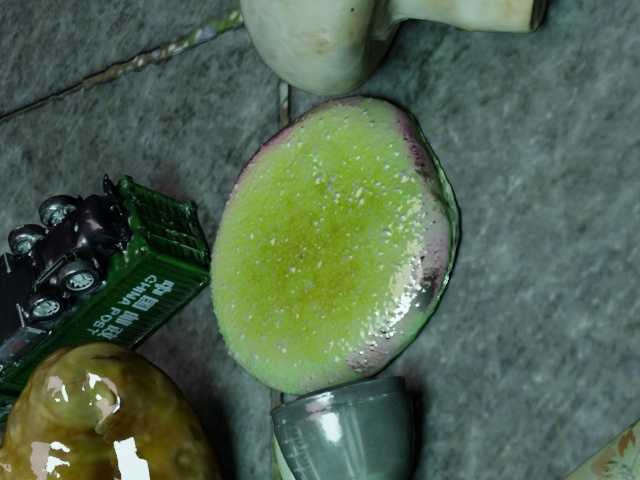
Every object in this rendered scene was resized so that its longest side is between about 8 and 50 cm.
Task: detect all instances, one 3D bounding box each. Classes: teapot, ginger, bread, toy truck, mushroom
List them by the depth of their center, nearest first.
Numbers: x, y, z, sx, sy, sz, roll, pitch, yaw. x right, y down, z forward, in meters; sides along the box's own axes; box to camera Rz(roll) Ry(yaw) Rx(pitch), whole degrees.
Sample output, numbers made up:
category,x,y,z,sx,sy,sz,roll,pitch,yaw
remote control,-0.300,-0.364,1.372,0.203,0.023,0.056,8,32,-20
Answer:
category,x,y,z,sx,sy,sz,roll,pitch,yaw
teapot,0.019,0.142,0.937,0.092,0.124,0.091,-12,78,-5
mushroom,0.044,-0.202,0.979,0.206,0.209,0.206,176,90,-80
ginger,-0.143,0.231,0.995,0.165,0.172,0.321,-7,71,0
bread,0.000,0.000,1.026,0.228,0.033,0.229,-18,61,38
toy truck,-0.217,0.058,1.140,0.259,0.121,0.088,-39,53,25

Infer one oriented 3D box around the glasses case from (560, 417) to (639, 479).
category,x,y,z,sx,sy,sz,roll,pitch,yaw
glasses case,0.213,0.152,0.729,0.425,0.098,0.156,-44,44,21
